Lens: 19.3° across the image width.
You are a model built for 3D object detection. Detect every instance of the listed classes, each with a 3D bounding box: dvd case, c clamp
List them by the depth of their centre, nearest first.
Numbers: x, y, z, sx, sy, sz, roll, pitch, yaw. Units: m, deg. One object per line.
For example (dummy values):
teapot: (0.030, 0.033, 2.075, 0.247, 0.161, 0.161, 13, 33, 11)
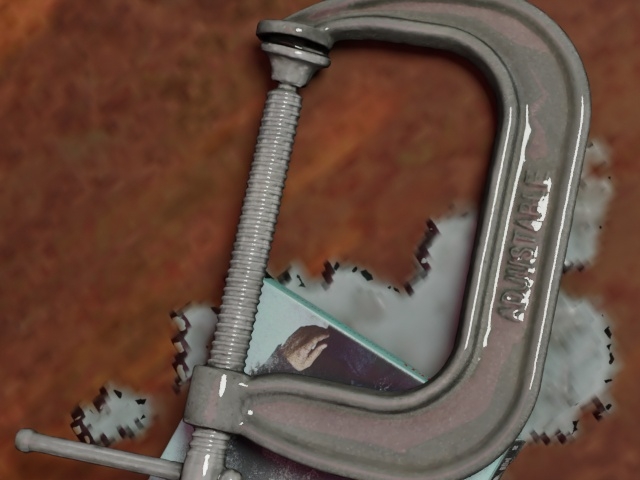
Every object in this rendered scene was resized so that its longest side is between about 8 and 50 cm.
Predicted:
c clamp: (0.000, 0.000, 0.513, 0.137, 0.022, 0.160, 16, 84, 15)
dvd case: (-0.009, 0.083, 0.529, 0.087, 0.013, 0.119, 32, 99, 16)
